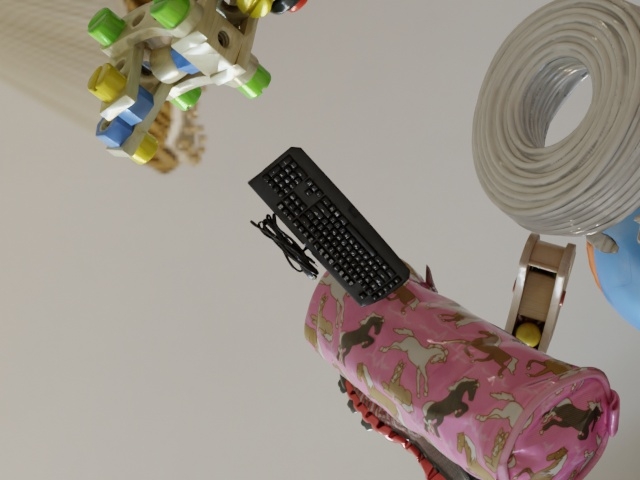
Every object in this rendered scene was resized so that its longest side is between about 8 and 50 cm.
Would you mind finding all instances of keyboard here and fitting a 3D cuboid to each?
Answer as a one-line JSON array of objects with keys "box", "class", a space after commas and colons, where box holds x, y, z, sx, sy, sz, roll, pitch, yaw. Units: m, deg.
[{"box": [0.000, 0.000, 1.102, 0.192, 0.100, 0.038, 47, -157, -11], "class": "keyboard"}]

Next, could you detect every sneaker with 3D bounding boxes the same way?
[{"box": [0.144, 0.233, 1.398, 0.276, 0.098, 0.135, 44, 123, 19], "class": "sneaker"}]

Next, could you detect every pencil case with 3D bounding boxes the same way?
[{"box": [0.143, 0.138, 1.153, 0.167, 0.160, 0.386, -57, 39, 0], "class": "pencil case"}]

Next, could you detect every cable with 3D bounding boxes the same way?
[{"box": [0.261, -0.131, 1.091, 0.257, 0.089, 0.257, 23, 95, 57], "class": "cable"}]

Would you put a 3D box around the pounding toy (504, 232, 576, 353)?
[{"box": [0.406, 0.076, 1.747, 0.154, 0.155, 0.269, -25, -51, -69], "class": "pounding toy"}]

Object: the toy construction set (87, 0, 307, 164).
[{"box": [-0.111, -0.244, 0.942, 0.215, 0.151, 0.327, -21, 60, 37], "class": "toy construction set"}]

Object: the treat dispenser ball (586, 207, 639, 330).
[{"box": [0.493, -0.003, 1.353, 0.288, 0.288, 0.288, 178, 90, -83], "class": "treat dispenser ball"}]
